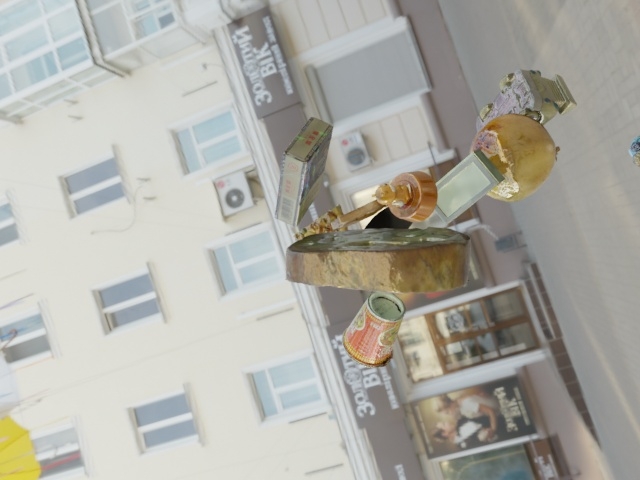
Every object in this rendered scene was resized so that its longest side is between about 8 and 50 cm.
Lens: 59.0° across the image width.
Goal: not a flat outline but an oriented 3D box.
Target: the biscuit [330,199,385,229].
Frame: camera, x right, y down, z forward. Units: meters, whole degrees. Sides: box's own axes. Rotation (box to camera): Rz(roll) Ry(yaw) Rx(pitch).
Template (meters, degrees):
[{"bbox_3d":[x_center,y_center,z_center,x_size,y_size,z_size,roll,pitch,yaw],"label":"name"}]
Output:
[{"bbox_3d":[0.121,-0.075,1.657,0.215,0.182,0.034,-8,-106,-82],"label":"biscuit"}]

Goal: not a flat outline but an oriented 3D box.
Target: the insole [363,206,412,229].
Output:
[{"bbox_3d":[0.157,-0.003,1.672,0.109,0.322,0.007,42,172,28],"label":"insole"}]

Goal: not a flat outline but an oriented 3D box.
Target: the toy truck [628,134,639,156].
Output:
[{"bbox_3d":[0.854,-0.231,1.489,0.073,0.056,0.090,33,158,36],"label":"toy truck"}]

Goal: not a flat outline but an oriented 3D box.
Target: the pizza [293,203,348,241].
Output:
[{"bbox_3d":[0.000,0.000,2.010,0.058,0.197,0.291,95,-168,-84],"label":"pizza"}]

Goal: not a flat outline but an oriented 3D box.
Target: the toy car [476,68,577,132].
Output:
[{"bbox_3d":[0.792,-0.483,2.216,0.336,0.227,0.242,114,151,-53],"label":"toy car"}]

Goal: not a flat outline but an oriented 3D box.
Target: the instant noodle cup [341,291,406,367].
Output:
[{"bbox_3d":[0.189,0.285,1.881,0.193,0.193,0.212,-95,18,-48],"label":"instant noodle cup"}]

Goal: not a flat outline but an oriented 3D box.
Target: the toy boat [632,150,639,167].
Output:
[{"bbox_3d":[0.826,-0.102,1.288,0.321,0.089,0.121,44,-177,-17],"label":"toy boat"}]

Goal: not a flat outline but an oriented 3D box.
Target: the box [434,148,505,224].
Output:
[{"bbox_3d":[0.464,-0.173,1.846,0.129,0.225,0.086,52,-146,7],"label":"box"}]

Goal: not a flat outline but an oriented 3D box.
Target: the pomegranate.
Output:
[{"bbox_3d":[0.678,-0.289,1.975,0.319,0.320,0.318,-19,-90,-78],"label":"pomegranate"}]

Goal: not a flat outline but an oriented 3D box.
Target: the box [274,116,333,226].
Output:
[{"bbox_3d":[-0.055,-0.211,1.806,0.198,0.084,0.310,-58,-11,-37],"label":"box"}]

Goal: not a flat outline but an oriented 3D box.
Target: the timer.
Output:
[{"bbox_3d":[0.193,-0.112,1.401,0.152,0.132,0.131,1,-113,-41],"label":"timer"}]

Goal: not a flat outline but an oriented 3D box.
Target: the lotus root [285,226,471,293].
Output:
[{"bbox_3d":[0.100,0.036,1.141,0.375,0.391,0.110,-9,-80,-35],"label":"lotus root"}]
